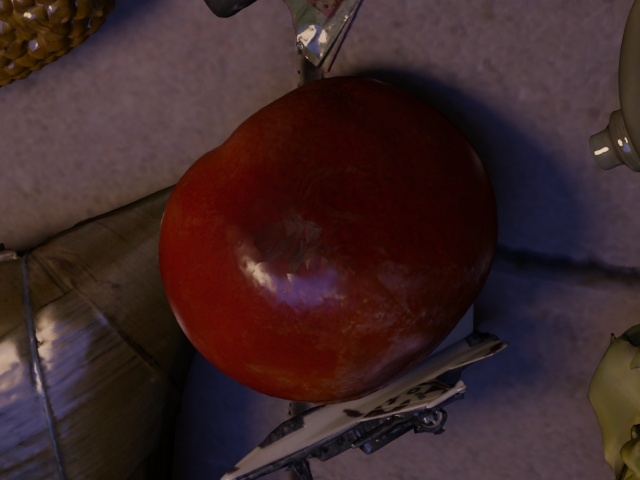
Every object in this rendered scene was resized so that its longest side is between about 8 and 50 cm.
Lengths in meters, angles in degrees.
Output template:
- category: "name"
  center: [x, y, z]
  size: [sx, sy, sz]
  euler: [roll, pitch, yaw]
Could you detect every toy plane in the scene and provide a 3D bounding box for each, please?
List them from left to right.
- category: "toy plane"
  center: [0.042, 0.121, 1.195]
  size: [0.234, 0.160, 0.082]
  euler: [-40, 100, -6]

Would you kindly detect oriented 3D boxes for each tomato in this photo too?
- category: "tomato"
  center: [0.000, 0.000, 1.112]
  size: [0.233, 0.139, 0.200]
  euler: [-41, 80, 6]

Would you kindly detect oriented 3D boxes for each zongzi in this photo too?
- category: "zongzi"
  center: [-0.129, 0.120, 1.278]
  size: [0.360, 0.160, 0.323]
  euler: [-25, 107, 9]

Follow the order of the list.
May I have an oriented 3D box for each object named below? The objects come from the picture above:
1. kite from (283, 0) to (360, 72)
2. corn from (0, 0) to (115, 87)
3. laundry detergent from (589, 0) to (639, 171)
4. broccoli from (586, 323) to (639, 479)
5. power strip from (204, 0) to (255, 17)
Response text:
- category: "kite"
  center: [-0.047, -0.211, 1.136]
  size: [0.250, 0.012, 0.229]
  euler: [-11, 114, 26]
- category: "corn"
  center: [-0.324, -0.141, 1.199]
  size: [0.387, 0.144, 0.144]
  euler: [-19, 112, 22]
- category: "laundry detergent"
  center: [0.280, -0.103, 1.035]
  size: [0.253, 0.091, 0.181]
  euler: [-22, 105, 29]
- category: "broccoli"
  center: [0.300, 0.186, 1.101]
  size: [0.272, 0.334, 0.324]
  euler: [12, 108, 53]
- category: "power strip"
  center: [-0.085, -0.265, 1.071]
  size: [0.105, 0.070, 0.257]
  euler: [-26, 104, 34]
